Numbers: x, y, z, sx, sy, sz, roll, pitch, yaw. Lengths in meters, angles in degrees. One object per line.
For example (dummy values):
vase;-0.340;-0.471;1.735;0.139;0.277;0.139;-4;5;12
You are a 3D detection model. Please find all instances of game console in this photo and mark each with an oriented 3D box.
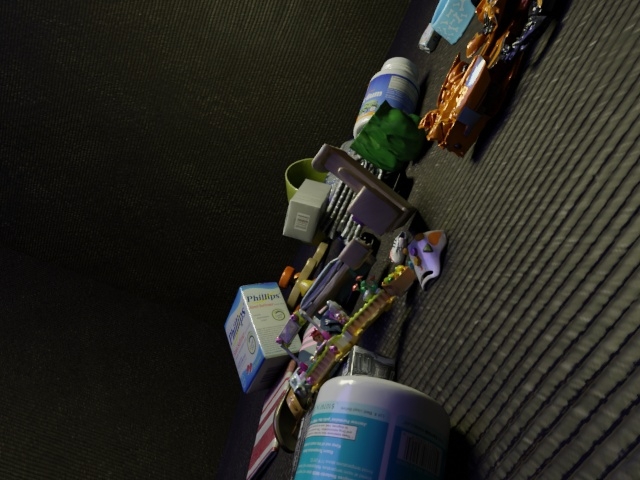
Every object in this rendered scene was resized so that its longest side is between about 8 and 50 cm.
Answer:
game console;0.119;0.002;1.200;0.213;0.044;0.361;-142;74;-84

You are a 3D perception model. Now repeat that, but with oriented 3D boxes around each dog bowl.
dog bowl;0.370;-0.646;1.213;0.166;0.074;0.297;-80;13;-62

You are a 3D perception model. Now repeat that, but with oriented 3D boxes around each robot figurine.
robot figurine;0.265;-0.287;0.790;0.211;0.085;0.291;-86;19;-68

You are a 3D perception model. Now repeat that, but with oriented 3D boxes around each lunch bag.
lunch bag;0.336;-0.621;1.503;0.071;0.053;0.083;-64;-3;12

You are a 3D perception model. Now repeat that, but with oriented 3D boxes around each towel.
towel;0.090;-0.135;1.568;0.235;0.121;0.283;-102;35;-80
towel;-0.147;0.562;1.539;0.329;0.037;0.237;-79;15;-53

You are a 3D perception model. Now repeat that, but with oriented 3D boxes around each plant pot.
plant pot;-0.012;-0.134;1.971;0.275;0.275;0.293;-75;-6;-50

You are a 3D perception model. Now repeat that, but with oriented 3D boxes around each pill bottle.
pill bottle;0.036;0.279;0.470;0.146;0.146;0.264;122;169;-57
pill bottle;0.198;-0.389;1.398;0.152;0.152;0.272;124;166;-61

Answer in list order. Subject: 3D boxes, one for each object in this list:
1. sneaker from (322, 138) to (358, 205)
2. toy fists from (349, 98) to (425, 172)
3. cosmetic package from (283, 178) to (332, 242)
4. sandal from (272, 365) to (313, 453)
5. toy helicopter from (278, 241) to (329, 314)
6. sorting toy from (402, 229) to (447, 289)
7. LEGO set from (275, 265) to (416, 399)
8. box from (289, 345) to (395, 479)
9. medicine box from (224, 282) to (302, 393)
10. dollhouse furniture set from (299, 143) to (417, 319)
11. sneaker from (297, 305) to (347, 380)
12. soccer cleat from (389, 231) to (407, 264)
sneaker;0.106;-0.235;1.775;0.111;0.129;0.297;0;53;46
toy fists;0.171;-0.246;1.202;0.096;0.142;0.279;-52;4;-11
cosmetic package;-0.037;-0.101;1.569;0.238;0.107;0.127;-72;-4;-67
sandal;-0.046;0.390;1.166;0.060;0.090;0.219;-28;27;45
toy helicopter;-0.045;0.141;1.893;0.355;0.140;0.235;-59;-11;-47
sorting toy;0.165;0.035;0.767;0.083;0.045;0.075;120;151;-49
LEGO set;0.026;0.132;0.813;0.287;0.107;0.132;-51;-17;8
box;0.018;0.345;0.709;0.307;0.076;0.242;-76;11;-52
medicine box;-0.210;0.342;1.734;0.289;0.149;0.263;63;143;33
dollhouse furniture set;0.000;0.000;0.931;0.303;0.198;0.286;-53;-11;15
sneaker;0.017;0.207;1.033;0.319;0.112;0.131;-162;92;-83
soccer cleat;0.153;0.014;0.946;0.083;0.029;0.035;-68;0;-54
